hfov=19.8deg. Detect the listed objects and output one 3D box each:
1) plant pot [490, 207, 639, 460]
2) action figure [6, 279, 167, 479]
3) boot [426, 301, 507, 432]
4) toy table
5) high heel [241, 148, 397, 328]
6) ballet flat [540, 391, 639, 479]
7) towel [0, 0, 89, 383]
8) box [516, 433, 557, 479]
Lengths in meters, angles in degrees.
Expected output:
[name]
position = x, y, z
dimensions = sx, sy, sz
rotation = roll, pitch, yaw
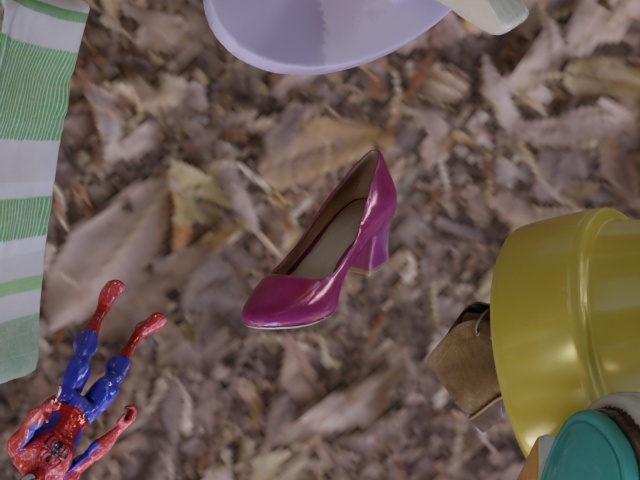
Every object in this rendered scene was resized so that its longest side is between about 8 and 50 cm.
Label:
[plant pot]
position = 0.302, 0.083, 1.533
dimensions = 0.239, 0.254, 0.254
rotation = -15, 130, 30
[action figure]
position = -0.226, 0.146, 1.840
dimensions = 0.091, 0.280, 0.139
rotation = 38, 138, -13
[boot]
position = 0.210, 0.107, 2.020
dimensions = 0.115, 0.305, 0.112
rotation = 44, 54, 3
[toy table]
position = 0.049, -0.244, 1.392
dimensions = 0.252, 0.161, 0.274
rotation = 45, 72, -4
[high heel]
position = 0.000, 0.000, 1.732
dimensions = 0.244, 0.082, 0.117
rotation = -28, 122, -48
[ballet flat]
position = 0.139, 0.256, 0.975
dimensions = 0.139, 0.139, 0.400
rotation = 6, 120, -27
[towel]
position = -0.247, -0.041, 1.465
dimensions = 0.038, 0.248, 0.325
rotation = 8, 95, 8
[box]
position = 0.196, 0.327, 1.343
dimensions = 0.168, 0.215, 0.345
rotation = 9, 143, -4
